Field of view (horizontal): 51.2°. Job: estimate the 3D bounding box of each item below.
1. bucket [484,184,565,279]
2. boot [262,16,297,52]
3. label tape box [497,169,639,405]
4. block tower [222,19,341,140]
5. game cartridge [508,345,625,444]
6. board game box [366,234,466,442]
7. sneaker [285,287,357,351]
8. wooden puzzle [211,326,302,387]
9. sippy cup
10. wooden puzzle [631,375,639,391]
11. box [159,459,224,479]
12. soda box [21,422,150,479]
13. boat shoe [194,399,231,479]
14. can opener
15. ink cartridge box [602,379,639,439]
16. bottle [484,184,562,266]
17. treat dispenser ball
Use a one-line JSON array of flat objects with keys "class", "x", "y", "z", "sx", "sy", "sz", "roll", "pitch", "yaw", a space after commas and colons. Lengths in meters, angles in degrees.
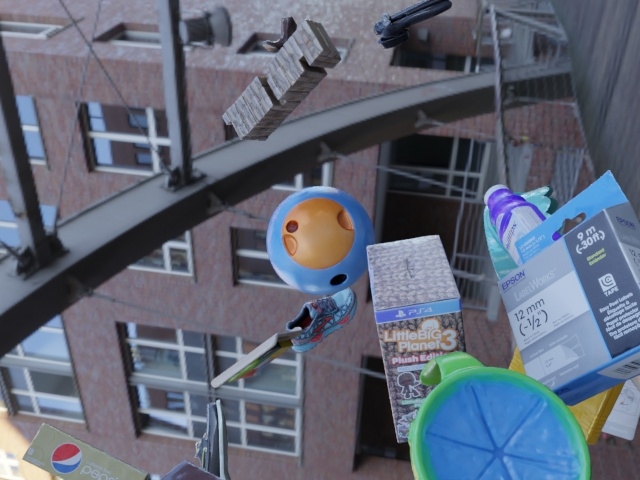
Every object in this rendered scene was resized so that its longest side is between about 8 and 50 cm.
[{"class": "bucket", "x": 0.575, "y": -0.006, "z": 1.848, "sx": 0.281, "sy": 0.183, "sz": 0.281, "roll": 43, "pitch": -141, "yaw": -50}, {"class": "boot", "x": -0.113, "y": -0.587, "z": 1.893, "sx": 0.106, "sy": 0.037, "sz": 0.114, "roll": 13, "pitch": -98, "yaw": -43}, {"class": "label tape box", "x": 0.438, "y": 0.073, "z": 1.146, "sx": 0.249, "sy": 0.115, "sz": 0.348, "roll": -45, "pitch": 44, "yaw": 41}, {"class": "block tower", "x": -0.092, "y": -0.365, "z": 1.586, "sx": 0.091, "sy": 0.335, "sz": 0.097, "roll": -10, "pitch": -113, "yaw": -51}, {"class": "game cartridge", "x": 0.572, "y": 0.245, "z": 1.516, "sx": 0.285, "sy": 0.052, "sz": 0.324, "roll": 39, "pitch": 112, "yaw": 60}, {"class": "board game box", "x": 0.180, "y": 0.175, "z": 1.226, "sx": 0.232, "sy": 0.141, "sz": 0.291, "roll": -89, "pitch": -11, "yaw": -63}, {"class": "sneaker", "x": 0.004, "y": 0.228, "z": 2.053, "sx": 0.262, "sy": 0.104, "sz": 0.125, "roll": -40, "pitch": -45, "yaw": -14}, {"class": "wooden puzzle", "x": -0.161, "y": 0.316, "z": 1.799, "sx": 0.044, "sy": 0.221, "sz": 0.238, "roll": 54, "pitch": -169, "yaw": 9}, {"class": "sippy cup", "x": 0.232, "y": 0.332, "z": 0.955, "sx": 0.224, "sy": 0.240, "sz": 0.305, "roll": 92, "pitch": -163, "yaw": -55}, {"class": "wooden puzzle", "x": 0.810, "y": 0.250, "z": 1.589, "sx": 0.322, "sy": 0.080, "sz": 0.348, "roll": -96, "pitch": 11, "yaw": -64}, {"class": "box", "x": -0.125, "y": 0.532, "z": 1.089, "sx": 0.143, "sy": 0.381, "sz": 0.191, "roll": -33, "pitch": -55, "yaw": -45}, {"class": "soda box", "x": -0.361, "y": 0.352, "z": 1.037, "sx": 0.061, "sy": 0.181, "sz": 0.058, "roll": -63, "pitch": 0, "yaw": -21}, {"class": "boat shoe", "x": -0.224, "y": 0.443, "z": 1.368, "sx": 0.081, "sy": 0.068, "sz": 0.228, "roll": 88, "pitch": 175, "yaw": -70}, {"class": "can opener", "x": 0.205, "y": -0.503, "z": 1.503, "sx": 0.073, "sy": 0.186, "sz": 0.059, "roll": 36, "pitch": -146, "yaw": -54}, {"class": "ink cartridge box", "x": 0.782, "y": 0.334, "z": 1.921, "sx": 0.091, "sy": 0.308, "sz": 0.385, "roll": 29, "pitch": -103, "yaw": -78}, {"class": "bottle", "x": 0.455, "y": -0.026, "z": 1.510, "sx": 0.283, "sy": 0.092, "sz": 0.118, "roll": -109, "pitch": 16, "yaw": -51}, {"class": "treat dispenser ball", "x": 0.000, "y": 0.000, "z": 1.770, "sx": 0.288, "sy": 0.288, "sz": 0.288, "roll": 6, "pitch": -90, "yaw": -83}]
